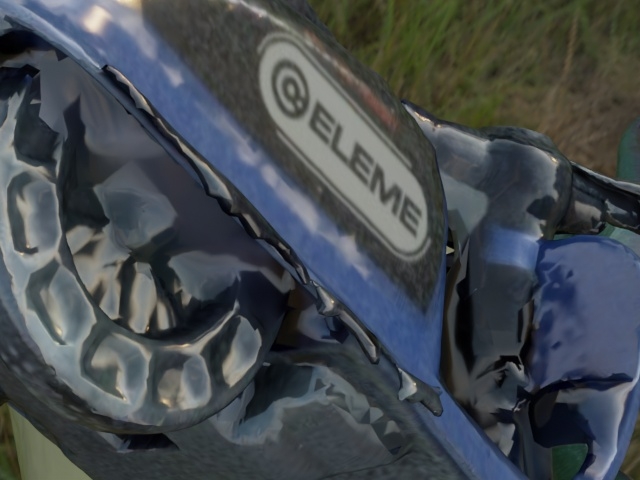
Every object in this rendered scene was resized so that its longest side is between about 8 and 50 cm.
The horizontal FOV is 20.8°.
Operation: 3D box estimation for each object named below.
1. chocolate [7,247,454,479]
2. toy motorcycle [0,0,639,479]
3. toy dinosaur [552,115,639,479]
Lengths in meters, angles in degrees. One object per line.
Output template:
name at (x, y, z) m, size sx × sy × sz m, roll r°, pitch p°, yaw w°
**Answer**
chocolate at (-0.008, 0.140, 1.007) m, size 0.326 × 0.314 × 0.297 m, roll -3°, pitch 66°, yaw -42°
toy motorcycle at (0.000, 0.000, 0.452) m, size 0.358 × 0.125 × 0.213 m, roll 48°, pitch 49°, yaw -37°
toy dinosaur at (0.210, 0.046, 1.107) m, size 0.129 × 0.331 × 0.383 m, roll 29°, pitch 76°, yaw -11°
